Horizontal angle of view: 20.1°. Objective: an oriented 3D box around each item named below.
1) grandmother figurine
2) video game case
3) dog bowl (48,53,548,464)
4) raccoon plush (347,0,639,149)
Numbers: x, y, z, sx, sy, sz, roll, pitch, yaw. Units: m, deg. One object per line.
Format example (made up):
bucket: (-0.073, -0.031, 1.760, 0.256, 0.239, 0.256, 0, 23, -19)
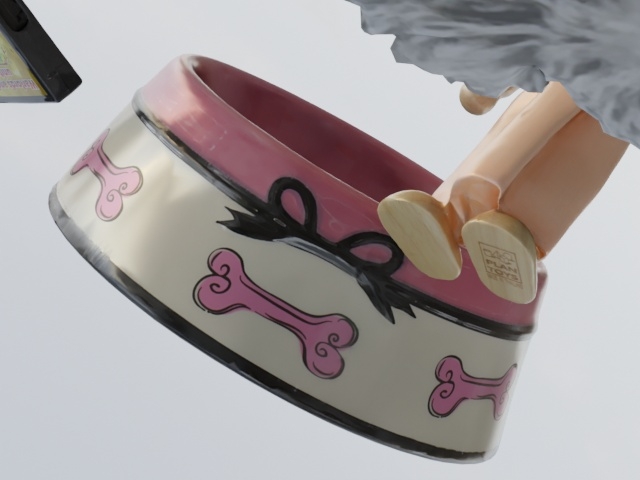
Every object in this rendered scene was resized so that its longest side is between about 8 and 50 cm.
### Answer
grandmother figurine: (0.195, -0.107, 1.259, 0.342, 0.208, 0.104, -51, -32, -29)
video game case: (-0.328, -0.219, 1.488, 0.035, 0.275, 0.248, -43, -67, -20)
dog bowl: (0.000, 0.000, 1.415, 0.408, 0.150, 0.408, 29, -169, -6)
raccoon plush: (0.046, -0.224, 0.359, 0.446, 0.216, 0.299, 27, -117, -10)
